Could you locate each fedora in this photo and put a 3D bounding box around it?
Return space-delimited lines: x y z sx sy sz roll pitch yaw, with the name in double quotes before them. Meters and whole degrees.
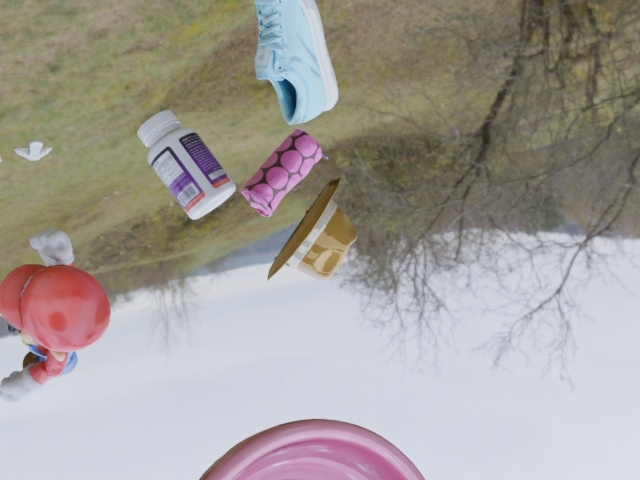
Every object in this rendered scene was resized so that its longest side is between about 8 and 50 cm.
"fedora" 0.000 0.000 0.874 0.079 0.194 0.194 34 175 -4

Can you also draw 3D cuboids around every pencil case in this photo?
"pencil case" -0.081 -0.144 1.350 0.209 0.095 0.098 -48 159 -23

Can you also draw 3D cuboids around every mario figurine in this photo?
"mario figurine" -0.417 0.110 0.897 0.170 0.198 0.320 -26 171 -30

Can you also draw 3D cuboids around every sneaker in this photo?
"sneaker" -0.080 -0.410 1.285 0.150 0.366 0.135 -41 -147 -26

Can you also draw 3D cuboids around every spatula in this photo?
"spatula" -0.491 -0.134 0.922 0.168 0.019 0.242 -6 -177 -26

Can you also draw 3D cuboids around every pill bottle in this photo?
"pill bottle" -0.257 -0.146 1.164 0.108 0.193 0.108 -36 -179 1

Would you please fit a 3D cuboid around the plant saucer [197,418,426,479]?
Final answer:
"plant saucer" -0.014 0.350 0.610 0.332 0.332 0.084 -9 170 -32
